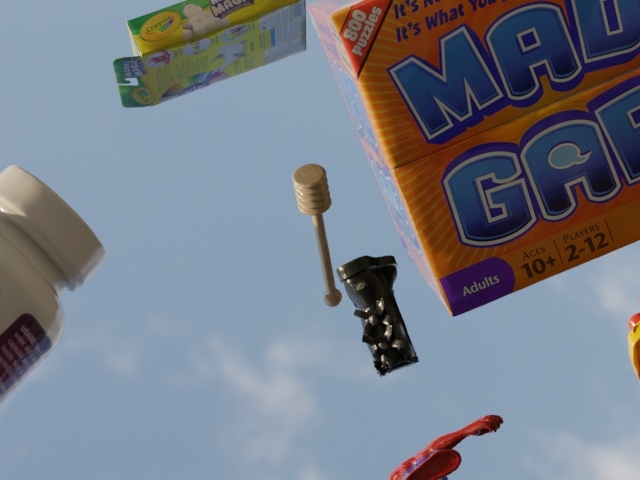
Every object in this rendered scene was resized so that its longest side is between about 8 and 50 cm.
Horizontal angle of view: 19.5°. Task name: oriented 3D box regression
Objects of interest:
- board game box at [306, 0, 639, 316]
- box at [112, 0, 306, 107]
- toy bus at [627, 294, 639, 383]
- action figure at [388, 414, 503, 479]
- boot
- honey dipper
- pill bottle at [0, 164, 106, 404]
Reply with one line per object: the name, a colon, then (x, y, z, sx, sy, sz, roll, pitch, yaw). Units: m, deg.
board game box: (0.224, -0.169, 2.139, 0.356, 0.356, 0.356, -23, -170, -1)
box: (-0.102, -0.178, 1.667, 0.179, 0.105, 0.043, -22, -111, -9)
toy bus: (0.416, 0.134, 2.096, 0.211, 0.149, 0.220, 56, -178, 28)
action figure: (0.126, 0.192, 1.479, 0.139, 0.280, 0.091, -27, -96, -7)
boot: (0.055, 0.064, 1.602, 0.099, 0.045, 0.121, 66, -167, 8)
honey dipper: (0.000, 0.000, 1.655, 0.030, 0.160, 0.030, -5, -136, 5)
pill bottle: (-0.337, 0.080, 1.658, 0.169, 0.169, 0.301, 38, -107, 16)
